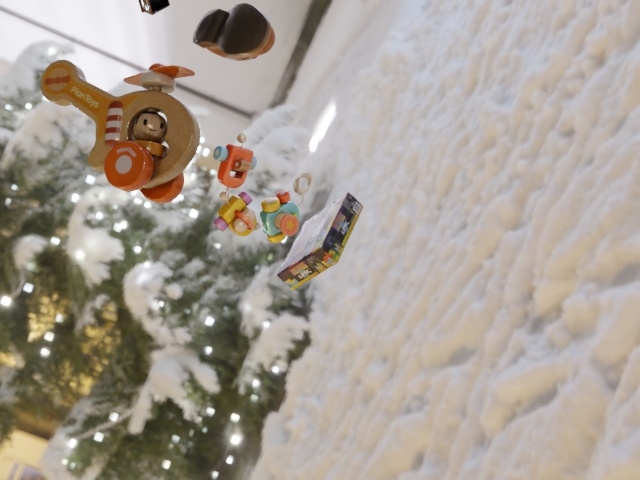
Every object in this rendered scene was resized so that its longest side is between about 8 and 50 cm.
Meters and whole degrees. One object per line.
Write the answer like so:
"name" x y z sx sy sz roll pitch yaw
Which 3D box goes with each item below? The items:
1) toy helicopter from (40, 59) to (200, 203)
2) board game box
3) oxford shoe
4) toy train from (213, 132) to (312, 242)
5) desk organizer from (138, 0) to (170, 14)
"toy helicopter" -0.357 -0.239 1.585 0.235 0.355 0.140 -60 -22 3
"board game box" 0.000 0.000 1.733 0.141 0.048 0.170 -32 22 40
"oxford shoe" -0.106 -0.286 1.263 0.076 0.076 0.212 -61 31 1
"toy train" -0.071 -0.058 1.139 0.046 0.166 0.125 28 97 47
"desk organizer" -0.275 -0.431 1.425 0.050 0.047 0.130 36 144 54
